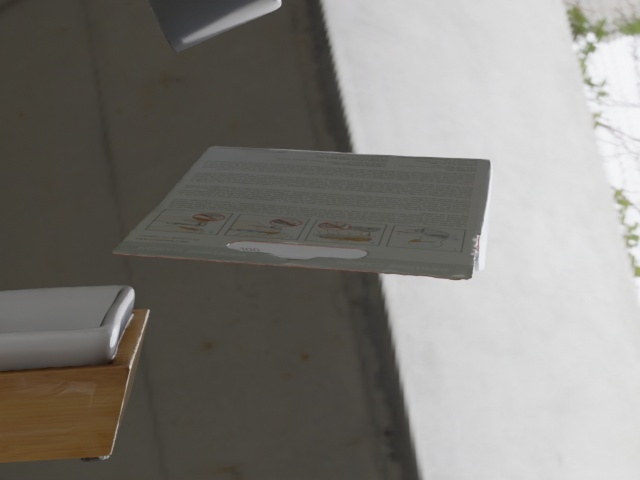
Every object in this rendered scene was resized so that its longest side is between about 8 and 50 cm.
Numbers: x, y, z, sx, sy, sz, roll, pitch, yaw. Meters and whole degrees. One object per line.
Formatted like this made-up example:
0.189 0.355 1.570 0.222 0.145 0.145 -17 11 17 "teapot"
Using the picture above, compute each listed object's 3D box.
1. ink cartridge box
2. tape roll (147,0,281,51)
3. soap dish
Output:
0.000 0.000 0.821 0.189 0.232 0.066 4 -68 8 "ink cartridge box"
-0.097 -0.224 0.833 0.072 0.219 0.219 -23 -110 -1 "tape roll"
-0.274 0.118 1.292 0.228 0.291 0.118 -3 -83 -3 "soap dish"
